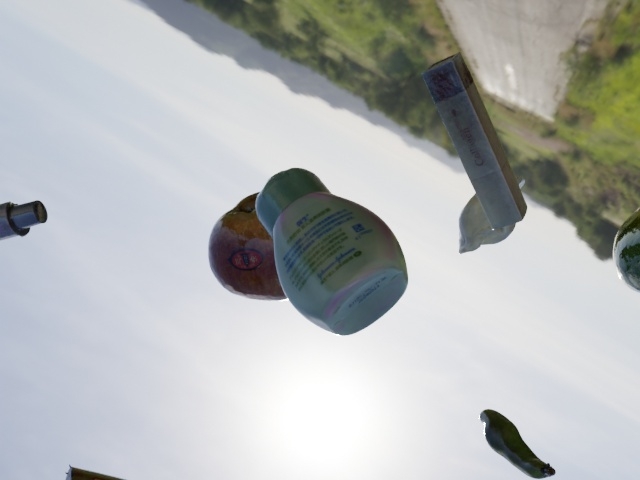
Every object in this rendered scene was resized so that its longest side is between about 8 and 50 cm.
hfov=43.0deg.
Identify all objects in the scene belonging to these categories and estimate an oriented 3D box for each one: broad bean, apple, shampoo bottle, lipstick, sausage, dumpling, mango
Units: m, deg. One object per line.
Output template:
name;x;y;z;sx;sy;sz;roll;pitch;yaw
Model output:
broad bean;0.448;0.473;1.858;0.067;0.075;0.325;-7;-162;-20
apple;-0.122;-0.001;1.946;0.309;0.250;0.277;-4;-142;3
shampoo bottle;-0.598;-0.026;1.464;0.214;0.072;0.072;-13;-176;10
lipstick;0.329;-0.206;1.710;0.371;0.076;0.080;63;-149;-14
sausage;-0.589;0.750;2.349;0.317;0.125;0.117;20;173;-18
dumpling;0.428;-0.065;2.038;0.132;0.250;0.162;40;-178;0
shampoo bottle;0.000;0.000;1.495;0.349;0.222;0.151;52;-176;39
mango;0.482;-0.006;1.116;0.114;0.156;0.251;42;172;13
